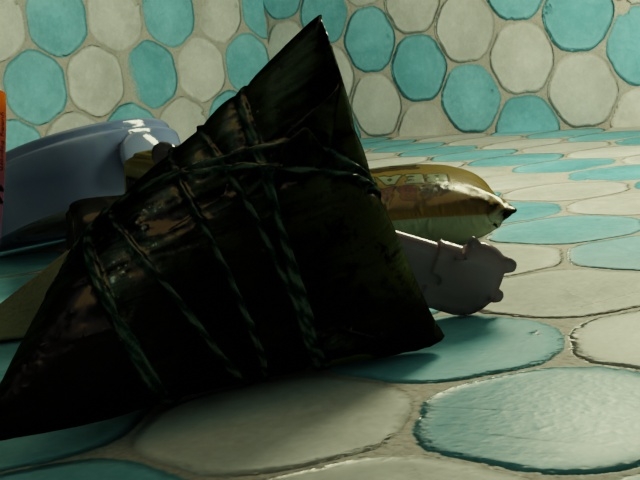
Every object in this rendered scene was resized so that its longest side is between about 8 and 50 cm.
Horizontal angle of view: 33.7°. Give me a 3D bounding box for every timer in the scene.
[{"bbox_3d":[-0.400,-0.087,1.862,0.395,0.173,0.395,-17,-4,-1],"label":"timer"}]

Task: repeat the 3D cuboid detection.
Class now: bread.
[{"bbox_3d":[-0.340,0.059,1.238,0.152,0.105,0.077,-7,3,-5],"label":"bread"}]

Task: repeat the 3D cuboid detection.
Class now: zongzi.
[{"bbox_3d":[-0.115,0.047,0.901,0.383,0.319,0.362,-22,14,18],"label":"zongzi"}]

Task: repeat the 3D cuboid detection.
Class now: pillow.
[{"bbox_3d":[0.108,-0.046,1.512,0.310,0.119,0.312,-3,9,4],"label":"pillow"}]

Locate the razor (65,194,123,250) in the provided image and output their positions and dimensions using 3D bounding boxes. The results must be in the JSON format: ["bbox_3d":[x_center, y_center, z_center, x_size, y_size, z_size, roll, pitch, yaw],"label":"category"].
[{"bbox_3d":[-0.227,-0.032,1.657,0.349,0.113,0.204,-12,9,-13],"label":"razor"}]

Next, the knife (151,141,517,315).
[{"bbox_3d":[0.000,0.000,1.084,0.398,0.132,0.038,16,31,-3],"label":"knife"}]

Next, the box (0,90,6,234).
[{"bbox_3d":[-0.617,-0.083,1.372,0.257,0.318,0.349,-2,-11,21],"label":"box"}]

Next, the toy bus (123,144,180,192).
[{"bbox_3d":[-0.122,-0.023,1.289,0.177,0.202,0.365,-11,12,-24],"label":"toy bus"}]
